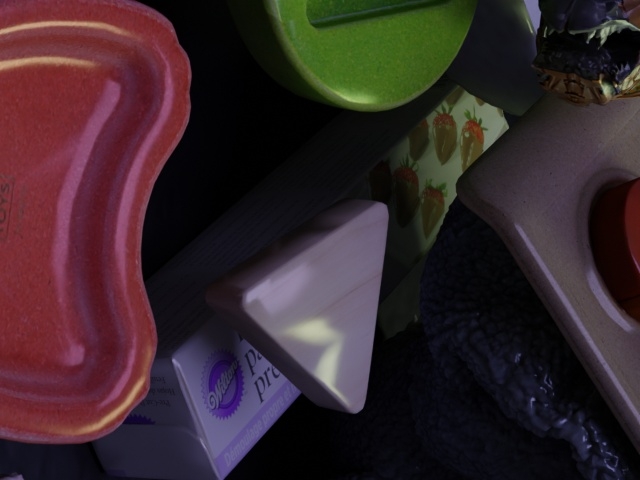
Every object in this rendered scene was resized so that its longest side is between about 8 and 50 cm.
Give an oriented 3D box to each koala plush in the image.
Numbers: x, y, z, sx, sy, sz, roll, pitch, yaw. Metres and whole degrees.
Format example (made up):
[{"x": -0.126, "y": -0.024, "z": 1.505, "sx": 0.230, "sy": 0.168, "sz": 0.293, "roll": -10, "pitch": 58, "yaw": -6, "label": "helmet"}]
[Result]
[{"x": 0.082, "y": 0.078, "z": 0.784, "sx": 0.203, "sy": 0.221, "sz": 0.196, "roll": 46, "pitch": 47, "yaw": -12, "label": "koala plush"}]

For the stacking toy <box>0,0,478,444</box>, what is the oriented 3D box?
[{"x": -0.084, "y": -0.082, "z": 0.609, "sx": 0.279, "sy": 0.130, "sz": 0.309, "roll": 21, "pitch": 81, "yaw": -46, "label": "stacking toy"}]

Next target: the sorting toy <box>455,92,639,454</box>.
[{"x": 0.205, "y": -0.006, "z": 0.745, "sx": 0.229, "sy": 0.041, "sz": 0.307, "roll": 53, "pitch": 45, "yaw": -6, "label": "sorting toy"}]

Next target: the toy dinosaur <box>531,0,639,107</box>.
[{"x": 0.157, "y": -0.217, "z": 0.677, "sx": 0.218, "sy": 0.164, "sz": 0.322, "roll": 64, "pitch": 29, "yaw": -59, "label": "toy dinosaur"}]

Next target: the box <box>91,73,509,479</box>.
[{"x": 0.000, "y": 0.000, "z": 0.787, "sx": 0.324, "sy": 0.067, "sz": 0.063, "roll": -45, "pitch": 124, "yaw": -50, "label": "box"}]

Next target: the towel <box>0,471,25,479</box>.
[{"x": -0.194, "y": 0.252, "z": 0.485, "sx": 0.317, "sy": 0.053, "sz": 0.332, "roll": 0, "pitch": 88, "yaw": -57, "label": "towel"}]

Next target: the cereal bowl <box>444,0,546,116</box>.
[{"x": 0.115, "y": -0.224, "z": 0.821, "sx": 0.339, "sy": 0.141, "sz": 0.339, "roll": -17, "pitch": 111, "yaw": -51, "label": "cereal bowl"}]
